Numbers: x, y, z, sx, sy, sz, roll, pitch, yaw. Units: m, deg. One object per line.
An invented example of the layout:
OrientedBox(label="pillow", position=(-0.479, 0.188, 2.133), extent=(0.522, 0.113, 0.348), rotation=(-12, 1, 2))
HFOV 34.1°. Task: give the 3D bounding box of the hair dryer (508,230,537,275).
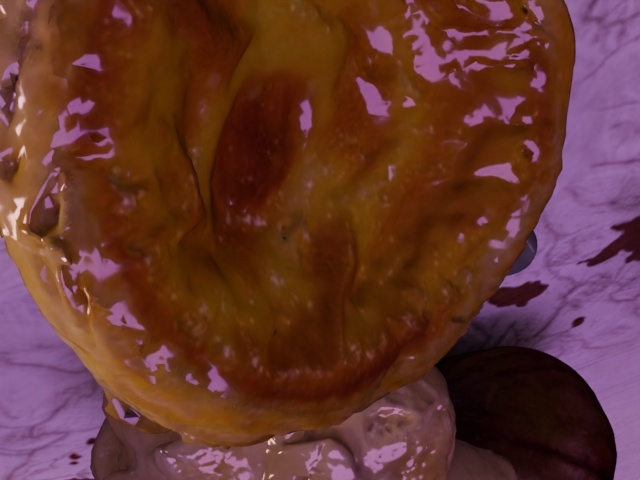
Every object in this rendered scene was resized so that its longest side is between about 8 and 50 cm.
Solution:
OrientedBox(label="hair dryer", position=(0.032, 0.001, 0.670), extent=(0.267, 0.092, 0.229), rotation=(-26, 155, 33))

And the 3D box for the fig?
OrientedBox(label="fig", position=(0.113, 0.166, 0.838), extent=(0.204, 0.186, 0.249), rotation=(-21, 144, 35))

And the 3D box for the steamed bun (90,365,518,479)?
OrientedBox(label="steamed bun", position=(-0.016, 0.183, 0.697), extent=(0.292, 0.137, 0.295), rotation=(10, 136, -1))

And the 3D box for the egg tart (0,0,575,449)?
OrientedBox(label="egg tart", position=(-0.016, -0.059, 0.435), extent=(0.295, 0.116, 0.294), rotation=(-15, 113, -38))
